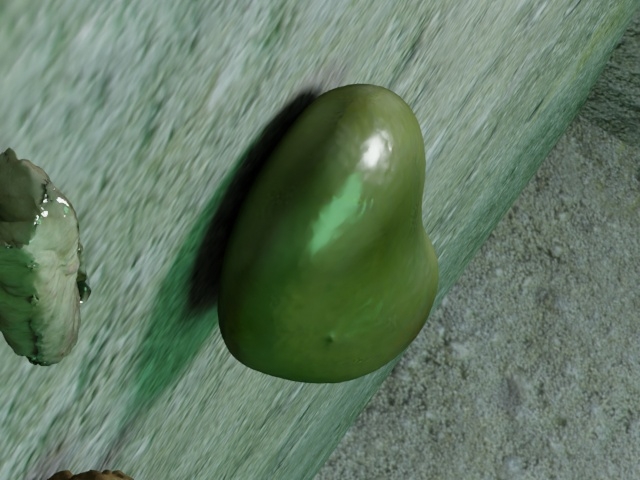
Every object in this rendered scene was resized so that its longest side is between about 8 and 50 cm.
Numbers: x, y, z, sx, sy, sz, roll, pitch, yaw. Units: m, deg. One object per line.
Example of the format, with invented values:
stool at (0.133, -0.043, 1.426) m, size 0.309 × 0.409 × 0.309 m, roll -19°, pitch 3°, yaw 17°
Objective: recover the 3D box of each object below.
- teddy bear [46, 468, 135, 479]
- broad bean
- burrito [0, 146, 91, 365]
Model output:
teddy bear at (-0.144, 0.249, 0.982) m, size 0.246 × 0.222 × 0.296 m, roll -48°, pitch 126°, yaw -11°
broad bean at (0.000, 0.000, 0.970) m, size 0.189 × 0.121 × 0.263 m, roll -48°, pitch 154°, yaw -20°
burrito at (-0.112, 0.011, 0.563) m, size 0.149 × 0.041 × 0.055 m, roll 99°, pitch 12°, yaw -70°
